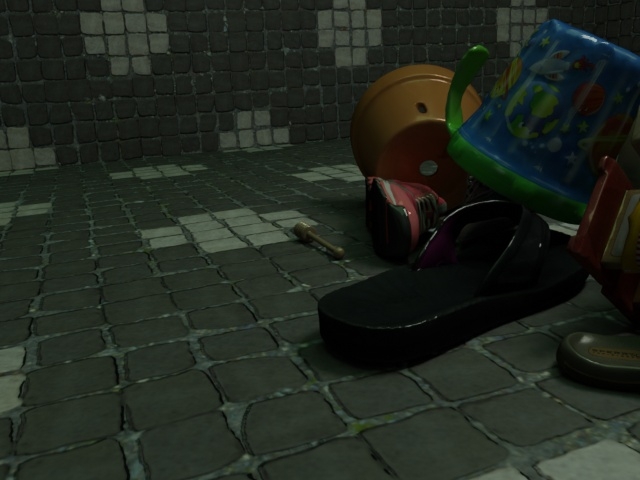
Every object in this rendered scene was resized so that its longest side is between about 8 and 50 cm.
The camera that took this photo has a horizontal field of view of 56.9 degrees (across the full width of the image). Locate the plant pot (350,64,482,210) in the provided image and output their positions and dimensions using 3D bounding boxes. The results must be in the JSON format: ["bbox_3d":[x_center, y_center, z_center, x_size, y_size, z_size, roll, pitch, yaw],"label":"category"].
[{"bbox_3d":[0.205,-0.184,1.192,0.290,0.291,0.203,-2,31,4],"label":"plant pot"}]

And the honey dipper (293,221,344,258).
[{"bbox_3d":[0.000,0.000,0.972,0.030,0.031,0.160,-10,19,-24],"label":"honey dipper"}]

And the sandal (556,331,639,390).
[{"bbox_3d":[0.317,0.090,0.497,0.219,0.060,0.090,3,16,22],"label":"sandal"}]

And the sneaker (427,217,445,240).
[{"bbox_3d":[0.195,-0.002,0.931,0.032,0.037,0.083,-29,15,48],"label":"sneaker"}]

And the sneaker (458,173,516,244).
[{"bbox_3d":[0.264,-0.070,0.964,0.105,0.115,0.281,-22,2,22],"label":"sneaker"}]

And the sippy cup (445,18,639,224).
[{"bbox_3d":[0.333,-0.176,0.834,0.305,0.224,0.240,26,24,2],"label":"sippy cup"}]

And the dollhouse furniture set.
[{"bbox_3d":[0.414,-0.099,0.577,0.201,0.152,0.374,-4,52,53],"label":"dollhouse furniture set"}]

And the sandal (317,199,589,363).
[{"bbox_3d":[0.187,0.021,0.694,0.445,0.107,0.167,-16,20,-42],"label":"sandal"}]

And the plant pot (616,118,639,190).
[{"bbox_3d":[0.547,-0.101,0.851,0.191,0.284,0.284,-36,16,3],"label":"plant pot"}]

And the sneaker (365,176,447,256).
[{"bbox_3d":[0.149,-0.056,0.983,0.136,0.116,0.314,-2,15,0],"label":"sneaker"}]
